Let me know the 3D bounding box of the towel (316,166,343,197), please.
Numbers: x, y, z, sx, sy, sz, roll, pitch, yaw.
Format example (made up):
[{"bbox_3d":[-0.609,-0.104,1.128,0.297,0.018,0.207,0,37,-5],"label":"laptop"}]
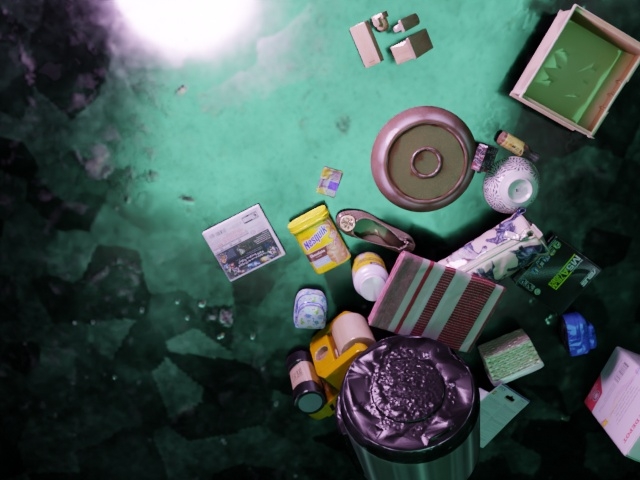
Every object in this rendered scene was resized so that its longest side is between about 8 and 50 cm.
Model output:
[{"bbox_3d":[0.026,-0.170,1.821,0.060,0.009,0.083,18,105,-7],"label":"towel"}]

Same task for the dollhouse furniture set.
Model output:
[{"bbox_3d":[0.195,-0.551,1.702,0.151,0.123,0.144,-13,110,40],"label":"dollhouse furniture set"}]

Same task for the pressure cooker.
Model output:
[{"bbox_3d":[0.254,0.513,1.706,0.370,0.375,0.420,-38,140,-20],"label":"pressure cooker"}]

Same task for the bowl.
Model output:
[{"bbox_3d":[0.561,-0.150,1.798,0.170,0.080,0.170,0,107,0],"label":"bowl"}]

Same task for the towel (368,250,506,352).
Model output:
[{"bbox_3d":[0.322,0.176,1.739,0.329,0.037,0.237,18,112,-15],"label":"towel"}]

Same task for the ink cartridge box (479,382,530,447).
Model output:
[{"bbox_3d":[0.526,0.540,1.967,0.224,0.045,0.223,-47,131,8],"label":"ink cartridge box"}]

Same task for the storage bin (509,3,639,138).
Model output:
[{"bbox_3d":[0.699,-0.447,1.690,0.260,0.123,0.262,26,104,-8],"label":"storage bin"}]

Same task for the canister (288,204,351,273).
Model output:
[{"bbox_3d":[0.000,0.000,1.839,0.126,0.073,0.170,-28,106,8],"label":"canister"}]

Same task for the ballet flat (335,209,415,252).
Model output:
[{"bbox_3d":[0.164,-0.021,1.842,0.250,0.058,0.084,23,104,-7],"label":"ballet flat"}]

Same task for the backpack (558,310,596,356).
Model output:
[{"bbox_3d":[0.786,0.278,1.921,0.101,0.098,0.120,-16,97,5],"label":"backpack"}]

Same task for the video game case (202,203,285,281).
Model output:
[{"bbox_3d":[-0.228,0.009,1.865,0.190,0.022,0.173,-26,105,6],"label":"video game case"}]

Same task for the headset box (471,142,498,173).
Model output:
[{"bbox_3d":[0.466,-0.230,1.782,0.062,0.032,0.083,0,114,-45],"label":"headset box"}]

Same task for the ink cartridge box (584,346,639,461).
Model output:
[{"bbox_3d":[0.952,0.494,1.875,0.131,0.306,0.226,23,105,-7],"label":"ink cartridge box"}]

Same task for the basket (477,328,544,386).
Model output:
[{"bbox_3d":[0.583,0.358,1.933,0.167,0.113,0.103,-24,101,6],"label":"basket"}]

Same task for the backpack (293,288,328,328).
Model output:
[{"bbox_3d":[-0.028,0.210,1.895,0.105,0.084,0.114,3,104,-4],"label":"backpack"}]

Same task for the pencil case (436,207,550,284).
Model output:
[{"bbox_3d":[0.452,0.075,1.811,0.410,0.183,0.160,-32,64,9],"label":"pencil case"}]

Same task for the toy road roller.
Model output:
[{"bbox_3d":[0.067,0.405,1.903,0.329,0.202,0.240,-43,117,11],"label":"toy road roller"}]

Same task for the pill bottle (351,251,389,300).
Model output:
[{"bbox_3d":[0.145,0.107,1.814,0.103,0.184,0.103,0,107,-1],"label":"pill bottle"}]

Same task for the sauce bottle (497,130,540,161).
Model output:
[{"bbox_3d":[0.566,-0.265,1.784,0.128,0.042,0.042,28,104,-7],"label":"sauce bottle"}]

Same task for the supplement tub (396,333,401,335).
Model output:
[{"bbox_3d":[0.297,0.256,1.895,0.190,0.117,0.117,30,104,-9],"label":"supplement tub"}]

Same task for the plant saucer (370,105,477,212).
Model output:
[{"bbox_3d":[0.300,-0.226,1.790,0.310,0.050,0.311,0,107,0],"label":"plant saucer"}]

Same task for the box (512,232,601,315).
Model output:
[{"bbox_3d":[0.714,0.104,1.894,0.184,0.045,0.191,36,103,-8],"label":"box"}]
